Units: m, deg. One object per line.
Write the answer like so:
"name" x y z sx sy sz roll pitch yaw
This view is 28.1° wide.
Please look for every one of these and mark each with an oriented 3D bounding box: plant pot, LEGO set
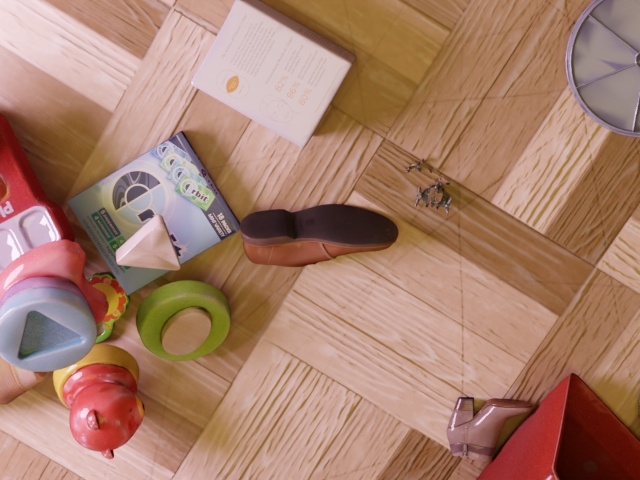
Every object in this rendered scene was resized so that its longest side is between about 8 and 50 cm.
"plant pot" 0.323 0.388 1.707 0.267 0.267 0.236 47 117 -6
"LEGO set" 0.149 -0.070 1.723 0.054 0.023 0.083 -15 88 7

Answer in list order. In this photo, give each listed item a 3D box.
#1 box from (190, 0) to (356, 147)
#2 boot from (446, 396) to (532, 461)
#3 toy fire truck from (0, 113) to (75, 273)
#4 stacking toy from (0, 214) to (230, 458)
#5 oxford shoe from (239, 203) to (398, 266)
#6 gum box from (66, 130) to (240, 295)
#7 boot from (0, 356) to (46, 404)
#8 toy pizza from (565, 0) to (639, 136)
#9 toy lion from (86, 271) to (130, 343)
"box" -0.059 -0.222 1.668 0.170 0.091 0.130 30 105 -2
"boot" 0.234 0.263 1.777 0.119 0.042 0.086 2 94 22
"toy fire truck" -0.506 -0.032 1.692 0.302 0.169 0.253 -28 87 7
"stacking toy" -0.267 0.135 1.694 0.280 0.130 0.309 -25 132 6
"oxford shoe" 0.000 0.000 1.739 0.212 0.076 0.076 0 134 4
"gum box" -0.227 -0.036 1.757 0.184 0.041 0.157 -29 99 11
"boot" -0.517 0.126 1.804 0.207 0.090 0.248 -20 94 16
"toy pizza" 0.417 -0.234 1.646 0.201 0.032 0.201 2 103 7
"toy lion" -0.316 0.096 1.807 0.096 0.034 0.100 -6 103 0
